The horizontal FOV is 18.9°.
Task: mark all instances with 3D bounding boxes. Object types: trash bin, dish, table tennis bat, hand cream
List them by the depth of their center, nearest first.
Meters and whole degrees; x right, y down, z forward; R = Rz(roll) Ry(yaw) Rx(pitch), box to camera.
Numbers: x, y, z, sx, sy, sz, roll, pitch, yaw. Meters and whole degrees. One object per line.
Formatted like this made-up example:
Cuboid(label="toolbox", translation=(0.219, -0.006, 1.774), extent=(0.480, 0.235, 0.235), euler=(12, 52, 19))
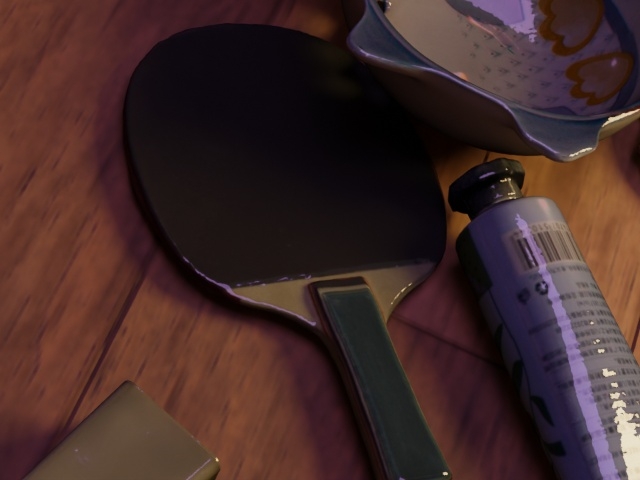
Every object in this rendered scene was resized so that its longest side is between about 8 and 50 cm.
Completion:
Cuboid(label="trash bin", translation=(-0.098, 0.116, 0.858), extent=(0.061, 0.043, 0.092), euler=(40, 53, 11))
Cuboid(label="hand cream", translation=(0.134, 0.080, 0.965), extent=(0.091, 0.058, 0.271), euler=(-5, 60, -37))
Cuboid(label="table tennis bat", translation=(0.000, 0.000, 0.993), extent=(0.173, 0.022, 0.301), euler=(-7, 57, -25))
Cuboid(label="dish", translation=(0.082, -0.119, 1.066), extent=(0.228, 0.086, 0.236), euler=(24, 44, -3))

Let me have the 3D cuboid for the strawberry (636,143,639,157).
Cuboid(label="strawberry", translation=(0.238, -0.049, 1.101), extent=(0.104, 0.048, 0.152), euler=(-9, 55, -21))
